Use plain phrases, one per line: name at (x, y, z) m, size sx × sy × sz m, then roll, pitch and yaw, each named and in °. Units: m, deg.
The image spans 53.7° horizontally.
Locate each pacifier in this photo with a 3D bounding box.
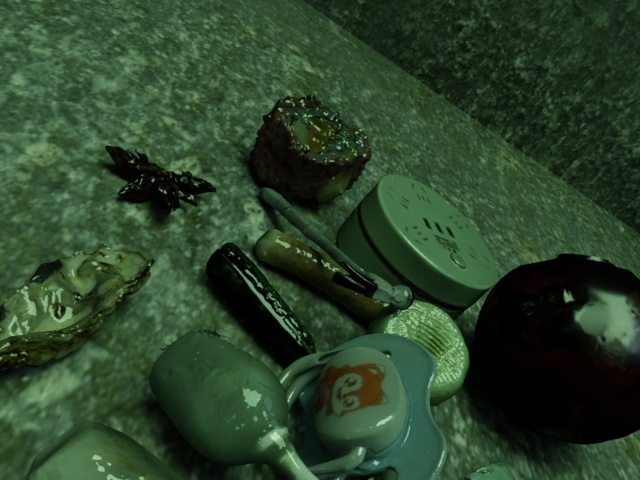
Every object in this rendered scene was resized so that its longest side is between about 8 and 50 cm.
pacifier at (0.069, 0.283, 0.904) m, size 0.233 × 0.244 × 0.299 m, roll 59°, pitch 22°, yaw -32°

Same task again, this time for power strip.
power strip at (0.211, 0.013, 1.400) m, size 0.358 × 0.161 × 0.357 m, roll 28°, pitch 32°, yaw -20°

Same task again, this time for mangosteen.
mangosteen at (0.511, 0.207, 1.287) m, size 0.381 × 0.381 × 0.421 m, roll 52°, pitch 24°, yaw 19°

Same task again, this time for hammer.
hammer at (0.000, -0.001, 1.183) m, size 0.152 × 0.044 × 0.427 m, roll 21°, pitch 13°, yaw -40°

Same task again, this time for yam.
yam at (0.037, 0.086, 1.201) m, size 0.357 × 0.081 × 0.081 m, roll 30°, pitch 32°, yaw -15°

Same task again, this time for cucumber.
cucumber at (-0.093, 0.111, 1.024) m, size 0.241 × 0.074 × 0.074 m, roll 48°, pitch 31°, yaw 12°

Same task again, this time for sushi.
sushi at (-0.023, -0.186, 1.399) m, size 0.236 × 0.171 × 0.270 m, roll 48°, pitch 33°, yaw 15°

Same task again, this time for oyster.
oyster at (-0.340, 0.090, 0.793) m, size 0.129 × 0.078 × 0.345 m, roll 23°, pitch 30°, yaw 12°

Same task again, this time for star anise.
star anise at (-0.285, -0.095, 1.104) m, size 0.212 × 0.053 × 0.157 m, roll 30°, pitch 31°, yaw -21°

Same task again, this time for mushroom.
mushroom at (-0.175, 0.291, 0.670) m, size 0.270 × 0.103 × 0.118 m, roll 35°, pitch -6°, yaw -12°

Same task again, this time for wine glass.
wine glass at (-0.072, 0.236, 0.750) m, size 0.321 × 0.143 × 0.143 m, roll 37°, pitch 26°, yaw 30°

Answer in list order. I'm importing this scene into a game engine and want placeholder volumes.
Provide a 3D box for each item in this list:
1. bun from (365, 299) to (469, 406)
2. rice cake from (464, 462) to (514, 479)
bun at (0.164, 0.204, 1.134) m, size 0.196 × 0.118 × 0.195 m, roll 11°, pitch 63°, yaw -23°
rice cake at (0.318, 0.472, 1.038) m, size 0.124 × 0.038 × 0.211 m, roll 2°, pitch 47°, yaw -46°
